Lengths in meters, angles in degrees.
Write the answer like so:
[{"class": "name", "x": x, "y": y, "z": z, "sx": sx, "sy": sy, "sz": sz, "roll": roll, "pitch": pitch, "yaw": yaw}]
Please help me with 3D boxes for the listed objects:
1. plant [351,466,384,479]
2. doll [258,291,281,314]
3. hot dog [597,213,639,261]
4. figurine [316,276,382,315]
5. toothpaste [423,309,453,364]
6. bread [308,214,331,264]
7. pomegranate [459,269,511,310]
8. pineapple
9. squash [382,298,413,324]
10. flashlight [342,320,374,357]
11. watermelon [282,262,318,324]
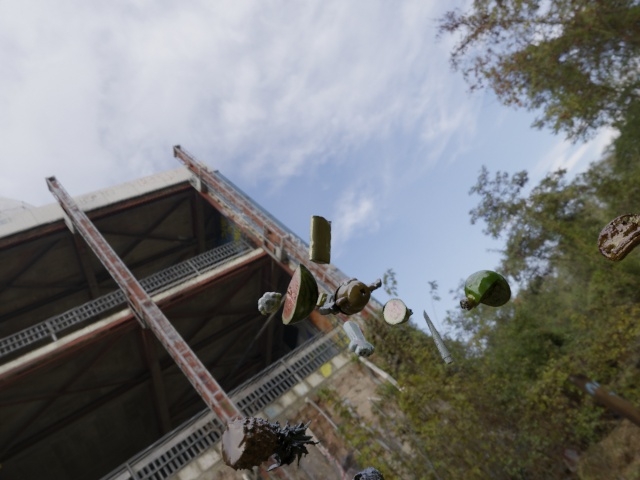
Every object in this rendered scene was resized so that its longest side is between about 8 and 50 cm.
[{"class": "plant", "x": 0.182, "y": 1.009, "z": 1.718, "sx": 0.194, "sy": 0.129, "sz": 0.132, "roll": -3, "pitch": -73, "yaw": -66}, {"class": "doll", "x": -0.196, "y": 0.244, "z": 1.668, "sx": 0.106, "sy": 0.062, "sz": 0.162, "roll": -51, "pitch": -10, "yaw": -9}, {"class": "hot dog", "x": 0.845, "y": -0.010, "z": 1.188, "sx": 0.065, "sy": 0.099, "sz": 0.147, "roll": 26, "pitch": -65, "yaw": -24}, {"class": "figurine", "x": 0.132, "y": 0.265, "z": 2.002, "sx": 0.342, "sy": 0.167, "sz": 0.285, "roll": -46, "pitch": 9, "yaw": -24}, {"class": "toothpaste", "x": 0.436, "y": 0.361, "z": 1.611, "sx": 0.033, "sy": 0.218, "sz": 0.052, "roll": -20, "pitch": -34, "yaw": -4}, {"class": "bread", "x": 0.000, "y": 0.000, "z": 1.655, "sx": 0.139, "sy": 0.060, "sz": 0.178, "roll": 23, "pitch": -112, "yaw": -67}, {"class": "pomegranate", "x": 0.533, "y": 0.163, "z": 1.419, "sx": 0.169, "sy": 0.122, "sz": 0.143, "roll": -14, "pitch": -31, "yaw": -2}, {"class": "pineapple", "x": -0.144, "y": 0.670, "z": 1.410, "sx": 0.364, "sy": 0.165, "sz": 0.165, "roll": 24, "pitch": -77, "yaw": -40}, {"class": "squash", "x": 0.317, "y": 0.291, "z": 1.673, "sx": 0.132, "sy": 0.105, "sz": 0.105, "roll": 29, "pitch": -82, "yaw": -47}, {"class": "flashlight", "x": 0.127, "y": 0.354, "z": 1.531, "sx": 0.093, "sy": 0.200, "sz": 0.048, "roll": 15, "pitch": -76, "yaw": -18}, {"class": "watermelon", "x": -0.076, "y": 0.273, "z": 1.963, "sx": 0.128, "sy": 0.159, "sz": 0.303, "roll": 8, "pitch": -67, "yaw": -22}]
